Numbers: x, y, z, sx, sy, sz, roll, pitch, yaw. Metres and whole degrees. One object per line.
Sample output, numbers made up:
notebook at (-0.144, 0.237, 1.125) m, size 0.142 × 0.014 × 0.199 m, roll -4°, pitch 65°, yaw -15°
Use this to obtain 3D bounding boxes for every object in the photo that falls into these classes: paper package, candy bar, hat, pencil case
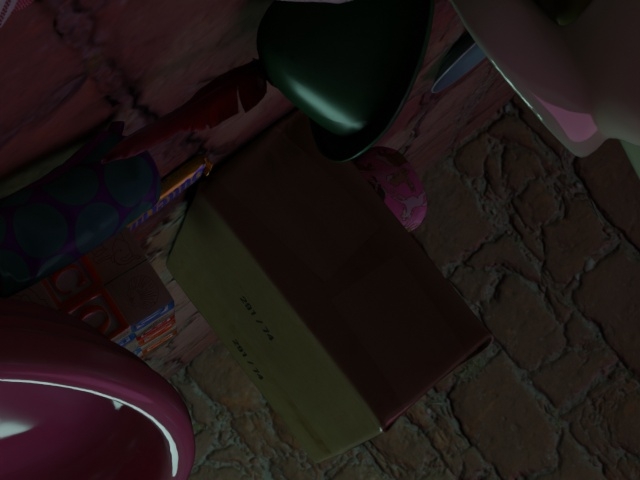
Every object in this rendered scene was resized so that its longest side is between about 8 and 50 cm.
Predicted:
paper package at (-0.008, 0.066, 1.253) m, size 0.168 × 0.325 × 0.309 m, roll -37°, pitch 175°, yaw -23°
candy bar at (-0.165, -0.029, 1.014) m, size 0.161 × 0.018 × 0.040 m, roll -38°, pitch 175°, yaw -13°
hat at (-0.038, -0.157, 0.780) m, size 0.173 × 0.183 × 0.208 m, roll -55°, pitch -149°, yaw 36°
pencil case at (0.000, 0.000, 1.691) m, size 0.160 × 0.167 × 0.386 m, roll 3°, pitch -150°, yaw 46°
pencil case at (-0.181, -0.019, 0.733) m, size 0.064 × 0.070 × 0.151 m, roll 2°, pitch -151°, yaw 43°

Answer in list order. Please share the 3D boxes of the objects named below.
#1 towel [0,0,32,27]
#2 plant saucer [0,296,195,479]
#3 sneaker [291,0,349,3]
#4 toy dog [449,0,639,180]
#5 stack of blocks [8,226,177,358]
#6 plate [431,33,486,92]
towel at (-0.146, -0.085, 0.375) m, size 0.144 × 0.029 × 0.197 m, roll -43°, pitch -171°, yaw 50°
plant saucer at (-0.254, 0.138, 0.739) m, size 0.332 × 0.084 × 0.332 m, roll -11°, pitch 145°, yaw -8°
sneaker at (0.061, -0.221, 0.573) m, size 0.292 × 0.108 × 0.169 m, roll -26°, pitch 170°, yaw -29°
toy dog at (0.331, -0.210, 0.714) m, size 0.408 × 0.395 × 0.284 m, roll -35°, pitch -166°, yaw 27°
stack of blocks at (-0.231, 0.087, 1.034) m, size 0.171 × 0.087 × 0.297 m, roll -33°, pitch 174°, yaw -12°
plate at (0.228, -0.285, 1.590) m, size 0.188 × 0.024 × 0.188 m, roll -39°, pitch 174°, yaw -5°
